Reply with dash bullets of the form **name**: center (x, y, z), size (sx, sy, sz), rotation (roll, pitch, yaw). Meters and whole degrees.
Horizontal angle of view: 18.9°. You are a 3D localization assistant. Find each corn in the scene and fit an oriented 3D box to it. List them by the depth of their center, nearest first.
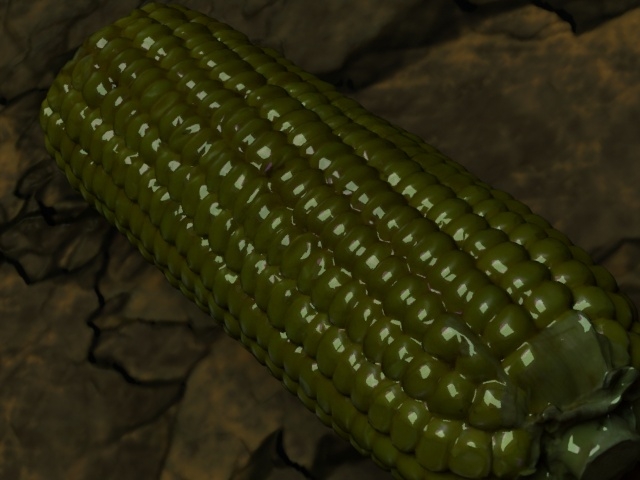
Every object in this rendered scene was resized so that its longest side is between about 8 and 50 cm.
- **corn**: center (0.000, 0.000, 0.936), size (0.387, 0.144, 0.144), rotation (36, 84, 32)
